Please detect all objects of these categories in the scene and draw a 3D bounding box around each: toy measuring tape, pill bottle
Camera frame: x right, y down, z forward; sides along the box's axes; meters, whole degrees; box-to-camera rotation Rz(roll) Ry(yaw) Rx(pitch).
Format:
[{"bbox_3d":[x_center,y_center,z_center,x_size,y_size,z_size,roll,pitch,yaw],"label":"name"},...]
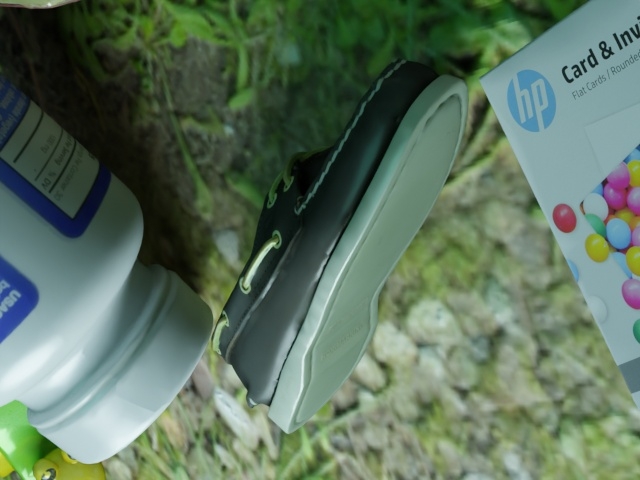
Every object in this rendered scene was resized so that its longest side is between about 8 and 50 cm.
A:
[{"bbox_3d":[-0.243,0.047,0.874,0.330,0.121,0.121,43,134,28],"label":"toy measuring tape"},{"bbox_3d":[-0.191,-0.007,0.718,0.272,0.152,0.152,43,141,-20],"label":"pill bottle"}]

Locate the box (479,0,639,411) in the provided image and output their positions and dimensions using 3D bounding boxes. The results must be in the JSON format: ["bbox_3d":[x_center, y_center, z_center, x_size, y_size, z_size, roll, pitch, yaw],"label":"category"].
[{"bbox_3d":[0.152,-0.012,0.504,0.145,0.038,0.186,-32,79,51],"label":"box"}]

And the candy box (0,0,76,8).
[{"bbox_3d":[-0.191,-0.278,0.677,0.182,0.087,0.317,10,117,40],"label":"candy box"}]

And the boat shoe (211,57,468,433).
[{"bbox_3d":[0.000,0.000,0.643,0.068,0.081,0.228,39,135,17],"label":"boat shoe"}]
